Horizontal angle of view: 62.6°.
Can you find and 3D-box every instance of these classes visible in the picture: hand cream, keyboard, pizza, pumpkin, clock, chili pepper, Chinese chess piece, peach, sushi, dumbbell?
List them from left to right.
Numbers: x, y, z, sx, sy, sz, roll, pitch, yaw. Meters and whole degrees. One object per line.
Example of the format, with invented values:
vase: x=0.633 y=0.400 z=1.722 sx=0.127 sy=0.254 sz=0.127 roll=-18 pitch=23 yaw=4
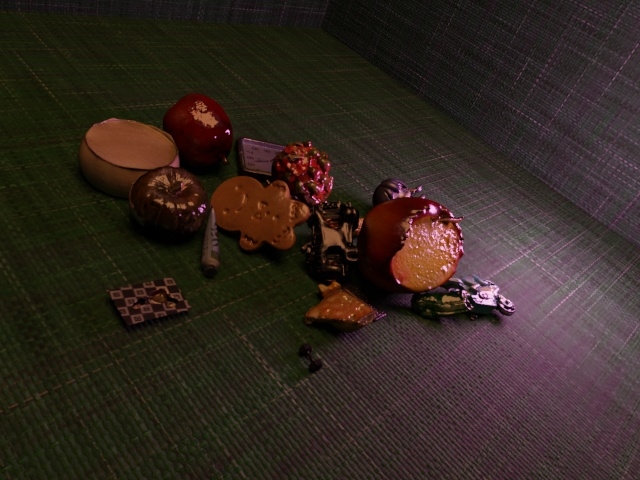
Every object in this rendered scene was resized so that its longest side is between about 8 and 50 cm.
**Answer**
Chinese chess piece: x=-0.672 y=-0.291 z=1.862 sx=0.337 sy=0.141 sz=0.338 roll=14 pitch=38 yaw=-12
sushi: x=-0.479 y=0.176 z=1.467 sx=0.200 sy=0.031 sz=0.139 roll=-10 pitch=47 yaw=-43
pumpkin: x=-0.479 y=-0.132 z=1.703 sx=0.260 sy=0.189 sz=0.260 roll=13 pitch=53 yaw=-18
hand cream: x=-0.358 y=0.002 z=1.715 sx=0.058 sy=0.091 sz=0.271 roll=5 pitch=43 yaw=-17
clock: x=-0.223 y=-0.338 z=2.253 sx=0.278 sy=0.049 sz=0.273 roll=9 pitch=39 yaw=-20
dumbbell: x=-0.028 y=0.337 z=1.513 sx=0.036 sy=0.040 sz=0.083 roll=-30 pitch=56 yaw=-12
pizza: x=0.056 y=0.244 z=1.656 sx=0.204 sy=0.081 sz=0.188 roll=-23 pitch=32 yaw=-34
keyboard: x=0.135 y=0.196 z=1.805 sx=0.061 sy=0.013 sz=0.204 roll=-19 pitch=54 yaw=-43
peach: x=0.296 y=0.011 z=1.868 sx=0.405 sy=0.335 sz=0.310 roll=-17 pitch=23 yaw=-32
chili pepper: x=0.432 y=0.225 z=1.862 sx=0.224 sy=0.061 sz=0.098 roll=0 pitch=70 yaw=-6

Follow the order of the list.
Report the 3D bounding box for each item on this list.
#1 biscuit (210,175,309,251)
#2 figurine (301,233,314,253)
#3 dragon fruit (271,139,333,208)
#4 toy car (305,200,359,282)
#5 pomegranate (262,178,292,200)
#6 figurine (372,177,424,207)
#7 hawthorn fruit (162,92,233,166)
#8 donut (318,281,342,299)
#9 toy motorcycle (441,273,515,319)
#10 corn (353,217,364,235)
biscuit: x=-0.220 y=-0.100 z=1.816 sx=0.354 sy=0.052 sz=0.275 roll=27 pitch=78 yaw=16
figurine: x=0.000 y=0.000 z=1.946 sx=0.083 sy=0.083 sz=0.187 roll=38 pitch=52 yaw=19
dragon fruit: x=-0.064 y=-0.239 z=2.044 sx=0.231 sy=0.303 sz=0.237 roll=-36 pitch=38 yaw=-20
toy car: x=0.037 y=0.002 z=1.854 sx=0.193 sy=0.118 sz=0.302 roll=3 pitch=67 yaw=-4
pomegranate: x=-0.184 y=-0.114 z=1.907 sx=0.156 sy=0.156 sz=0.220 roll=19 pitch=45 yaw=-7
figurine: x=0.343 y=-0.145 z=2.212 sx=0.265 sy=0.197 sz=0.175 roll=47 pitch=36 yaw=-2
hawthorn fruit: x=-0.460 y=-0.408 z=2.045 sx=0.265 sy=0.265 sz=0.307 roll=-25 pitch=76 yaw=-47
donut: x=0.029 y=0.159 z=1.753 sx=0.083 sy=0.067 sz=0.038 roll=-43 pitch=48 yaw=-18
toy motorcycle: x=0.589 y=0.196 z=1.989 sx=0.296 sy=0.109 sz=0.198 roll=8 pitch=36 yaw=-23
corn: x=0.196 y=-0.052 z=2.103 sx=0.238 sy=0.080 sz=0.080 roll=4 pitch=40 yaw=-29
